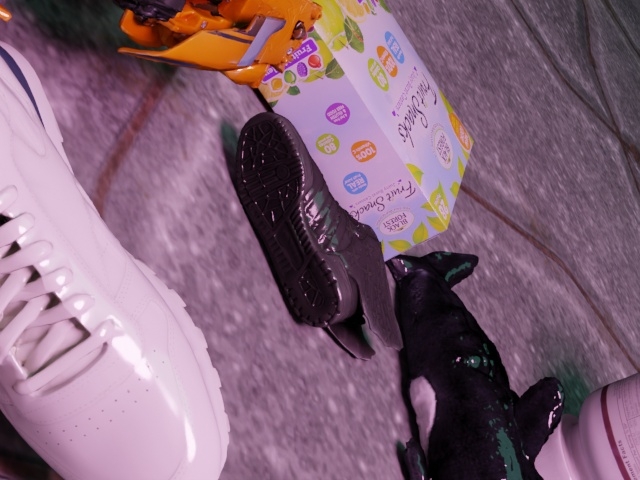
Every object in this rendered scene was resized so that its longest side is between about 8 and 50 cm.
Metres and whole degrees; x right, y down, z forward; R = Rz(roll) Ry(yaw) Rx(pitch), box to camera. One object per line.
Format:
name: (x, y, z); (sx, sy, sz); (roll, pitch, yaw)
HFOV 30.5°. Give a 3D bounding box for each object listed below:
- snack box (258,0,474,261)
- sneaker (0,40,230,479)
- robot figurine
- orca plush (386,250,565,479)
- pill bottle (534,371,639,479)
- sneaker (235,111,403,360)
snack box: (0.030, -0.112, 0.899); (0.207, 0.070, 0.174); (56, 26, -17)
sneaker: (-0.121, 0.010, 0.461); (0.235, 0.090, 0.095); (55, 0, 9)
robot figurine: (-0.127, -0.154, 0.587); (0.211, 0.085, 0.291); (40, 18, 24)
orca plush: (0.133, 0.119, 0.827); (0.151, 0.102, 0.287); (40, 34, -39)
pill bottle: (0.282, 0.157, 0.928); (0.121, 0.221, 0.121); (43, 32, -35)
sneaker: (0.002, -0.001, 0.769); (0.089, 0.051, 0.170); (-7, 76, -63)
